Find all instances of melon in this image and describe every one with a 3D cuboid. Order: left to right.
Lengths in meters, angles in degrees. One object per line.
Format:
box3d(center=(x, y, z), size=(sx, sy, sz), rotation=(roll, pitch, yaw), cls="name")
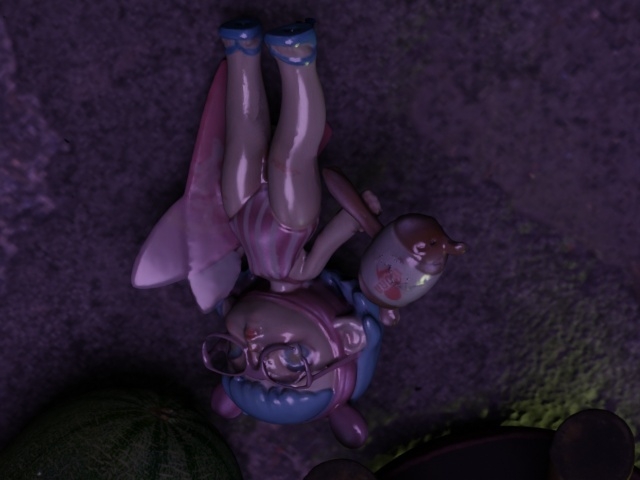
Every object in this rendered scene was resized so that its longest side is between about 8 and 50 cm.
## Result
box3d(center=(-0.156, 0.221, 1.151), size=(0.182, 0.182, 0.288), rotation=(30, 111, -15), cls="melon")

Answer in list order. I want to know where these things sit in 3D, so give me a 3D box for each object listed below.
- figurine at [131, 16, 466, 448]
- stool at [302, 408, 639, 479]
box3d(center=(0.000, -0.005, 1.090), size=(0.205, 0.103, 0.260), rotation=(5, 112, 23), cls="figurine")
box3d(center=(0.109, 0.229, 1.102), size=(0.272, 0.178, 0.272), rotation=(-3, 73, 9), cls="stool")
